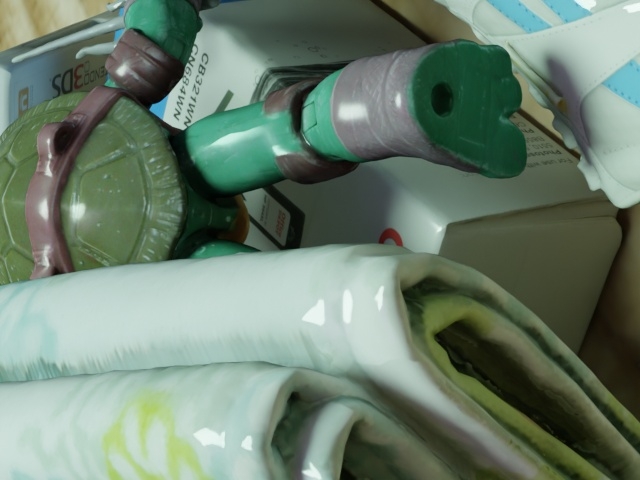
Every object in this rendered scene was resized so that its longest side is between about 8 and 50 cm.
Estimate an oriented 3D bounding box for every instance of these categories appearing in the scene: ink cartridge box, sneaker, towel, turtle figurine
[{"bbox_3d":[0.000,0.000,0.740,0.203,0.086,0.148,43,129,42],"label":"ink cartridge box"},{"bbox_3d":[0.091,-0.063,0.605,0.228,0.087,0.092,29,122,50],"label":"sneaker"},{"bbox_3d":[-0.002,0.131,0.619,0.320,0.090,0.374,47,149,-24],"label":"towel"},{"bbox_3d":[-0.047,-0.005,0.640,0.234,0.118,0.175,4,102,44],"label":"turtle figurine"}]

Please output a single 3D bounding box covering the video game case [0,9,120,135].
[{"bbox_3d":[-0.108,0.006,0.842,0.022,0.173,0.190,7,105,13],"label":"video game case"}]
